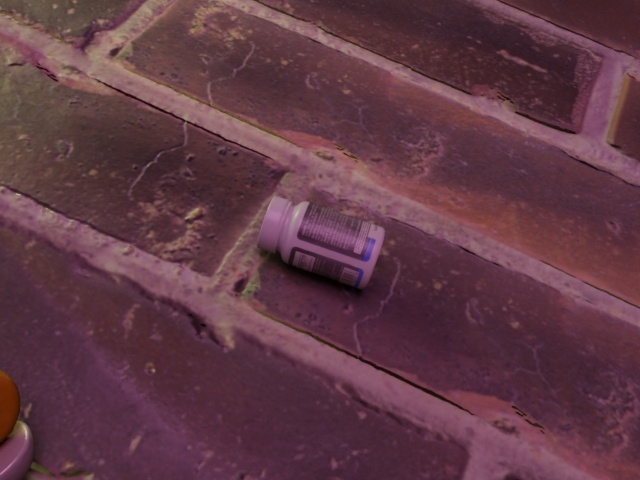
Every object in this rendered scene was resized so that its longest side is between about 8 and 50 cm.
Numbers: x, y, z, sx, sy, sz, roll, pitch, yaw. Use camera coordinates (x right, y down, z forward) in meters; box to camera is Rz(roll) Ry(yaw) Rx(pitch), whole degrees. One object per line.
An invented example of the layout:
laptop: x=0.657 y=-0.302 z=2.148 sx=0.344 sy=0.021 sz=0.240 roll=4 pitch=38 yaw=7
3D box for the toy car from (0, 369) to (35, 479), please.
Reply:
toy car: x=-0.359 y=0.174 z=0.629 sx=0.136 sy=0.159 sz=0.182 roll=13 pitch=45 yaw=42

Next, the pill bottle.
pill bottle: x=0.000 y=0.000 z=0.849 sx=0.137 sy=0.078 sz=0.078 roll=20 pitch=54 yaw=1
